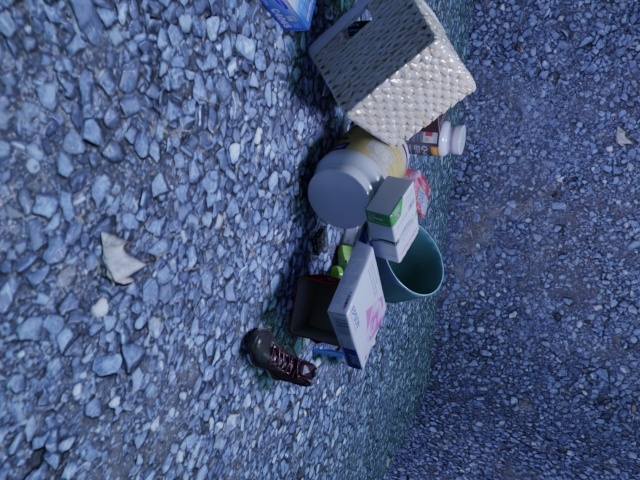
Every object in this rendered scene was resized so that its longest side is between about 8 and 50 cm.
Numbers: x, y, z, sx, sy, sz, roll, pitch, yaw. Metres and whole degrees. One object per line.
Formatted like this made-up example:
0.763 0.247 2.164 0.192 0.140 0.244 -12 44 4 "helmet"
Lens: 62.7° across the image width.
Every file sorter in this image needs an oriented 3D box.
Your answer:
0.064 0.369 1.921 0.170 0.118 0.104 27 71 -66 "file sorter"

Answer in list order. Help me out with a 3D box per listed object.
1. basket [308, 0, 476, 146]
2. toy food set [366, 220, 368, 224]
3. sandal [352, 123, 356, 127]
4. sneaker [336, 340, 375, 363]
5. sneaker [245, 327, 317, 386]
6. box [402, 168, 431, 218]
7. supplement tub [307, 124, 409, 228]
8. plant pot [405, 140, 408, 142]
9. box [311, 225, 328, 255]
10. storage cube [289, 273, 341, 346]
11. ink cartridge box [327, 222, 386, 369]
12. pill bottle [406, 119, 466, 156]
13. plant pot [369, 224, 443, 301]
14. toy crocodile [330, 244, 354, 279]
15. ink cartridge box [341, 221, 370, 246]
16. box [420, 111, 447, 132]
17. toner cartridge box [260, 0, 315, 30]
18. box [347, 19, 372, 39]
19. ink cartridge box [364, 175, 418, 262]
0.206 -0.487 1.472 0.331 0.328 0.266 17 43 -54 "basket"
0.199 -0.136 1.985 0.218 0.071 0.128 57 29 -44 "toy food set"
0.173 -0.396 1.930 0.240 0.088 0.079 -21 150 -55 "sandal"
0.133 0.400 2.132 0.305 0.114 0.152 -30 113 -65 "sneaker"
-0.093 0.338 1.490 0.281 0.163 0.106 61 44 -56 "sneaker"
0.398 -0.214 2.397 0.300 0.142 0.154 26 75 -65 "box"
0.122 -0.209 1.654 0.331 0.241 0.241 -53 145 -46 "supplement tub"
0.300 -0.466 2.130 0.109 0.109 0.096 65 29 -54 "plant pot"
0.000 0.000 1.740 0.083 0.018 0.067 -54 146 -44 "box"
0.031 0.220 1.698 0.193 0.184 0.214 2 98 -68 "storage cube"
0.134 0.173 1.596 0.324 0.072 0.330 71 37 -48 "ink cartridge box"
0.495 -0.459 2.345 0.162 0.279 0.162 -37 132 -56 "pill bottle"
0.272 0.102 1.967 0.293 0.235 0.292 18 58 -30 "plant pot"
0.104 0.178 1.853 0.115 0.105 0.340 12 69 -28 "toy crocodile"
0.155 -0.083 2.016 0.171 0.056 0.235 22 82 -65 "ink cartridge box"
0.422 -0.578 2.225 0.167 0.203 0.168 66 42 -53 "box"
-0.052 -0.707 1.261 0.165 0.075 0.347 23 78 -65 "toner cartridge box"
0.177 -0.634 1.681 0.220 0.175 0.051 6 91 -66 "box"
0.213 -0.059 1.534 0.153 0.087 0.208 -54 146 -31 "ink cartridge box"
